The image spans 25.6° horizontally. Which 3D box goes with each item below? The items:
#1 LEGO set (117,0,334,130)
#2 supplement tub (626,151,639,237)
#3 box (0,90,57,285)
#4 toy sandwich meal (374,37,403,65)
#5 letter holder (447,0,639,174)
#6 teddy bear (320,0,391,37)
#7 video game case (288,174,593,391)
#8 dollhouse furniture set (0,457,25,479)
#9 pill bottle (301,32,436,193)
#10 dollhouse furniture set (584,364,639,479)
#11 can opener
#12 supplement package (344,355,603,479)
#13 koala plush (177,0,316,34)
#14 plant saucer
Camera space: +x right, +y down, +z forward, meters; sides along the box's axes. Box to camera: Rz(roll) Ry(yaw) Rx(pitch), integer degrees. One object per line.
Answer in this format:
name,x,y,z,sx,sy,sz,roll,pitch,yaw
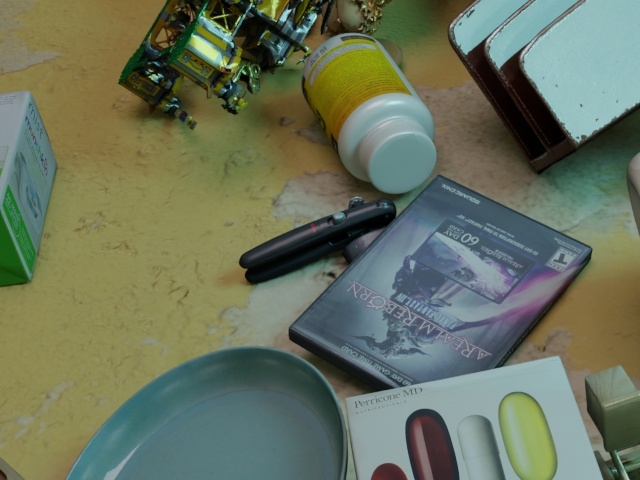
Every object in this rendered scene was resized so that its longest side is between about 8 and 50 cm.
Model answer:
LEGO set,-0.091,-0.240,1.744,0.331,0.192,0.255,-14,46,62
supplement tub,0.464,-0.016,1.268,0.324,0.235,0.235,-18,39,8
box,-0.470,-0.054,1.676,0.261,0.127,0.231,-8,39,6
toy sandwich meal,0.067,-0.232,1.822,0.085,0.029,0.086,-4,42,4
letter holder,0.321,-0.253,1.567,0.301,0.152,0.214,-33,88,-10
teddy bear,0.110,-0.403,1.847,0.113,0.245,0.338,28,76,-13
video game case,0.126,0.054,1.447,0.196,0.026,0.274,28,53,26
dollhouse furniture set,-0.373,0.226,1.323,0.151,0.123,0.144,-37,45,-26
pill bottle,0.060,-0.147,1.653,0.117,0.117,0.215,-19,40,-7
dollhouse furniture set,0.328,0.170,1.175,0.181,0.161,0.101,-18,40,-5
can opener,0.000,0.000,1.541,0.186,0.059,0.073,-15,40,-3
supplement package,0.134,0.232,1.162,0.194,0.149,0.203,-12,41,1
koala plush,-0.097,-0.417,1.964,0.203,0.196,0.221,-2,44,28
plant saucer,-0.107,0.236,1.240,0.317,0.044,0.318,-22,41,20
